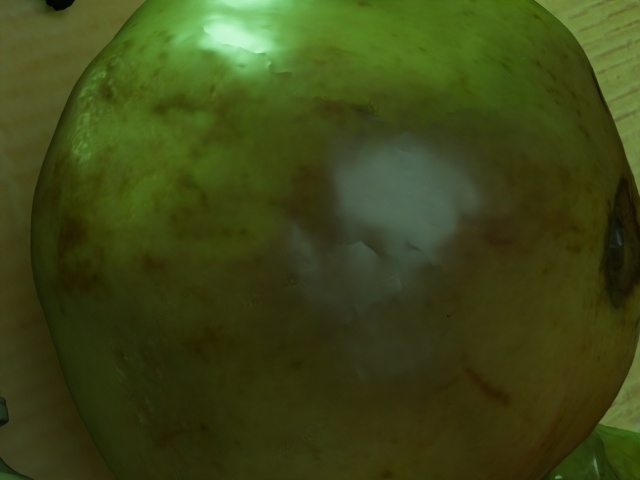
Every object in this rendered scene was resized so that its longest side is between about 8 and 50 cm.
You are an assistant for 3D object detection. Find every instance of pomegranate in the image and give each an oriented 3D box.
[{"bbox_3d":[0.000,0.000,0.757,0.411,0.411,0.412,11,68,-27],"label":"pomegranate"}]

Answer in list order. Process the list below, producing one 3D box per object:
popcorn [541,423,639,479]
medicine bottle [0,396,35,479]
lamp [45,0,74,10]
[{"bbox_3d":[0.187,0.258,0.865,0.252,0.215,0.286,-28,86,-3],"label":"popcorn"},{"bbox_3d":[-0.217,0.187,0.703,0.114,0.114,0.252,0,73,-31],"label":"medicine bottle"},{"bbox_3d":[-0.262,-0.361,0.773,0.374,0.272,0.205,30,62,-19],"label":"lamp"}]
